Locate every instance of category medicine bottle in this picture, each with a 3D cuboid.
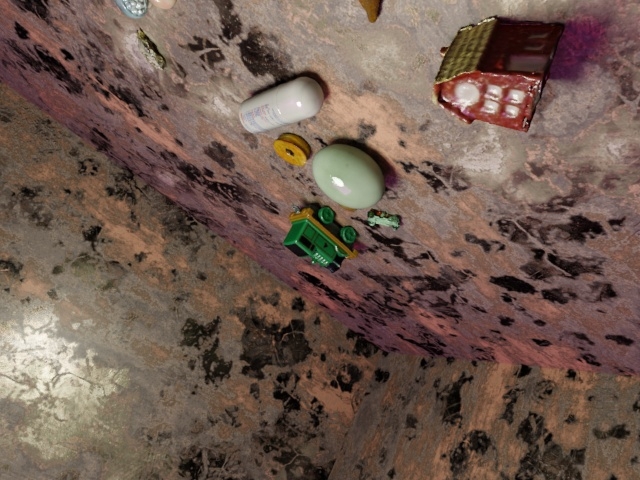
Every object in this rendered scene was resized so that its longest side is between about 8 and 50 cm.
[{"bbox_3d":[-0.129,-0.450,1.460,0.341,0.130,0.130,1,144,48],"label":"medicine bottle"}]

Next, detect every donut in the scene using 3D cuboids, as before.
[{"bbox_3d":[-0.108,-0.357,1.707,0.152,0.058,0.152,24,155,12],"label":"donut"}]

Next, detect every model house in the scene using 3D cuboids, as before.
[{"bbox_3d":[0.377,-0.376,0.985,0.254,0.196,0.160,18,155,25],"label":"model house"}]

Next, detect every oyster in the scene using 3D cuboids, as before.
[{"bbox_3d":[-0.628,-0.692,1.617,0.108,0.053,0.165,47,174,28],"label":"oyster"}]

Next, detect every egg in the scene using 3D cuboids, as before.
[{"bbox_3d":[0.100,-0.228,1.558,0.283,0.202,0.203,34,156,2],"label":"egg"}]

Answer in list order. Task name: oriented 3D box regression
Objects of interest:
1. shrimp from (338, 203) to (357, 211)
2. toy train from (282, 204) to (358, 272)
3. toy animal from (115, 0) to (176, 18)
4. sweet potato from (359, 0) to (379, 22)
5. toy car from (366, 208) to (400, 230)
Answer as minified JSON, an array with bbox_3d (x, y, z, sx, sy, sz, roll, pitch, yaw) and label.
[{"bbox_3d":[0.078,-0.189,1.849,0.115,0.051,0.217,6,150,45],"label":"shrimp"},{"bbox_3d":[0.000,0.000,2.054,0.429,0.249,0.178,41,153,-25],"label":"toy train"},{"bbox_3d":[-0.493,-0.756,1.206,0.210,0.229,0.221,16,-142,-52],"label":"toy animal"},{"bbox_3d":[0.075,-0.624,0.973,0.066,0.072,0.314,26,163,42],"label":"sweet potato"},{"bbox_3d":[0.265,-0.089,1.836,0.143,0.054,0.073,13,153,23],"label":"toy car"}]
